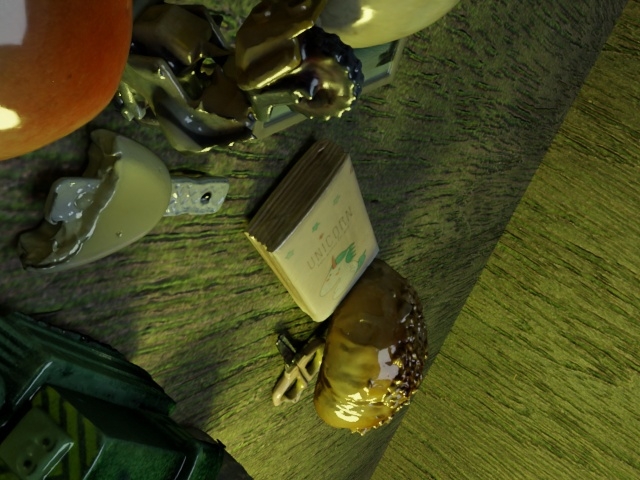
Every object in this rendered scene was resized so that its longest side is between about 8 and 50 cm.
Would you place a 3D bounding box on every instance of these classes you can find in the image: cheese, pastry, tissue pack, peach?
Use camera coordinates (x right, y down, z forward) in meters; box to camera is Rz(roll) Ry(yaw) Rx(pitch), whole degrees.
[{"bbox_3d":[-0.163,-0.037,0.639,0.235,0.050,0.127,-6,124,-62],"label":"cheese"},{"bbox_3d":[0.101,0.194,1.238,0.284,0.184,0.315,-72,175,-57],"label":"pastry"},{"bbox_3d":[0.000,0.000,1.010,0.170,0.071,0.325,-51,157,-11],"label":"tissue pack"},{"bbox_3d":[-0.177,-0.122,0.328,0.184,0.184,0.184,-46,155,-28],"label":"peach"}]

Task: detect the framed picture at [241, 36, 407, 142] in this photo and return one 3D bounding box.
[{"bbox_3d":[0.033,-0.258,0.801,0.315,0.024,0.231,-33,149,-45],"label":"framed picture"}]

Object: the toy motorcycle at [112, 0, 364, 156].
[{"bbox_3d":[-0.086,-0.131,0.488,0.094,0.229,0.129,-63,140,-34],"label":"toy motorcycle"}]

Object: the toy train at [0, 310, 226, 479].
[{"bbox_3d":[-0.215,0.188,0.658,0.138,0.178,0.330,-53,159,-11],"label":"toy train"}]

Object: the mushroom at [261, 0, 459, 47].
[{"bbox_3d":[0.007,-0.275,0.489,0.235,0.260,0.253,8,124,-26],"label":"mushroom"}]

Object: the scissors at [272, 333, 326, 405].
[{"bbox_3d":[-0.048,0.224,1.271,0.160,0.024,0.317,-50,158,-16],"label":"scissors"}]

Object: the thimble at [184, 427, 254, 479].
[{"bbox_3d":[-0.193,0.409,1.013,0.205,0.172,0.236,-30,147,-44],"label":"thimble"}]
